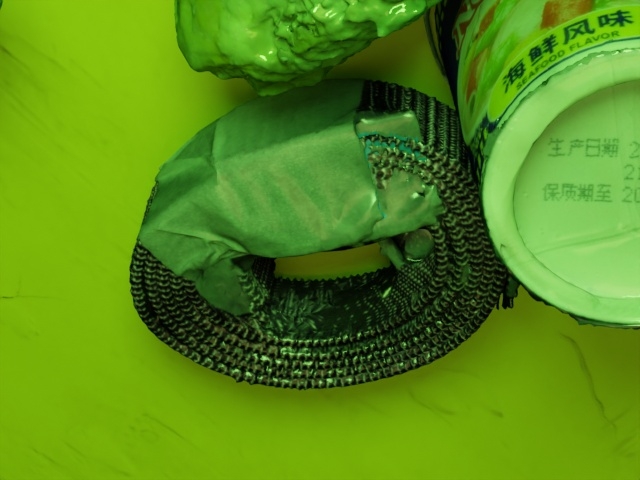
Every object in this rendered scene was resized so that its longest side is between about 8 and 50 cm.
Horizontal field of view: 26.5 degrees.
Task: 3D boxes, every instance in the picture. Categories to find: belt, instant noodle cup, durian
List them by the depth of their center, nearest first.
[{"bbox_3d":[0.017,-0.242,0.914,0.204,0.255,0.340,35,147,-20],"label":"durian"},{"bbox_3d":[0.206,-0.103,0.932,0.284,0.312,0.284,3,122,5],"label":"instant noodle cup"},{"bbox_3d":[0.000,0.000,1.131,0.325,0.122,0.260,-12,125,16],"label":"belt"}]

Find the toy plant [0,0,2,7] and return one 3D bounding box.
[{"bbox_3d":[-0.404,-0.230,1.002,0.356,0.210,0.317,30,153,-16],"label":"toy plant"}]
